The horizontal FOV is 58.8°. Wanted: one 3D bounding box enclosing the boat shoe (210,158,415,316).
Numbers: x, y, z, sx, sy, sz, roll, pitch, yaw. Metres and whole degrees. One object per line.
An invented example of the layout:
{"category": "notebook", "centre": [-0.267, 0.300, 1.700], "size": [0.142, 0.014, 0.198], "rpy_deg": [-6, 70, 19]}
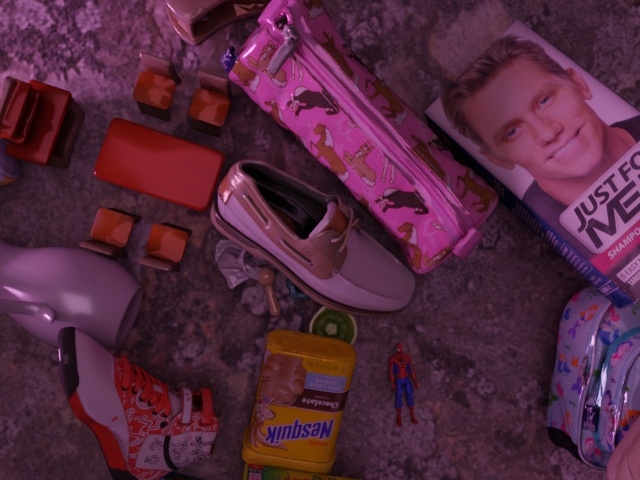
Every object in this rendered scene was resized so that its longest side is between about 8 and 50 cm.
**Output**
{"category": "boat shoe", "centre": [0.000, 0.000, 0.746], "size": [0.302, 0.103, 0.113], "rpy_deg": [27, 50, -5]}

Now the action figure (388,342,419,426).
{"category": "action figure", "centre": [0.118, 0.204, 0.808], "size": [0.038, 0.030, 0.115], "rpy_deg": [-7, 87, -1]}

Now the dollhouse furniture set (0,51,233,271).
{"category": "dollhouse furniture set", "centre": [-0.256, -0.113, 0.724], "size": [0.258, 0.135, 0.262], "rpy_deg": [17, 86, -5]}

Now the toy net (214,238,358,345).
{"category": "toy net", "centre": [-0.038, 0.055, 0.787], "size": [0.232, 0.045, 0.122], "rpy_deg": [33, 85, -4]}

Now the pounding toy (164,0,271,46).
{"category": "pounding toy", "centre": [-0.129, -0.353, 0.736], "size": [0.269, 0.155, 0.154], "rpy_deg": [4, 83, -6]}

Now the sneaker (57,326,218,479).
{"category": "sneaker", "centre": [-0.209, 0.191, 0.693], "size": [0.144, 0.090, 0.270], "rpy_deg": [-14, 127, -10]}

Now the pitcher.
{"category": "pitcher", "centre": [-0.338, 0.068, 0.688], "size": [0.207, 0.178, 0.126], "rpy_deg": [20, 103, -4]}

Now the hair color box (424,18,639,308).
{"category": "hair color box", "centre": [0.316, -0.099, 0.725], "size": [0.174, 0.105, 0.347], "rpy_deg": [-45, 69, 6]}

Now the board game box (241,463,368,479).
{"category": "board game box", "centre": [-0.016, 0.347, 0.726], "size": [0.181, 0.043, 0.092], "rpy_deg": [11, 111, -8]}

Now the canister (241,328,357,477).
{"category": "canister", "centre": [-0.028, 0.211, 0.744], "size": [0.126, 0.073, 0.170], "rpy_deg": [11, 105, -5]}

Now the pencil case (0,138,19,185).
{"category": "pencil case", "centre": [-0.523, -0.070, 0.704], "size": [0.273, 0.113, 0.124], "rpy_deg": [-25, 69, -6]}

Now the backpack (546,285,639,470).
{"category": "backpack", "centre": [0.440, 0.183, 0.771], "size": [0.224, 0.191, 0.254], "rpy_deg": [8, 82, -5]}

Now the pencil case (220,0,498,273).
{"category": "pencil case", "centre": [0.057, -0.136, 0.731], "size": [0.386, 0.160, 0.167], "rpy_deg": [46, 43, -8]}

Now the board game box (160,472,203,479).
{"category": "board game box", "centre": [-0.133, 0.419, 0.766], "size": [0.211, 0.039, 0.160], "rpy_deg": [17, 86, -5]}

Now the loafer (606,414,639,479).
{"category": "loafer", "centre": [0.423, 0.191, 0.628], "size": [0.101, 0.092, 0.269], "rpy_deg": [27, 92, 3]}
